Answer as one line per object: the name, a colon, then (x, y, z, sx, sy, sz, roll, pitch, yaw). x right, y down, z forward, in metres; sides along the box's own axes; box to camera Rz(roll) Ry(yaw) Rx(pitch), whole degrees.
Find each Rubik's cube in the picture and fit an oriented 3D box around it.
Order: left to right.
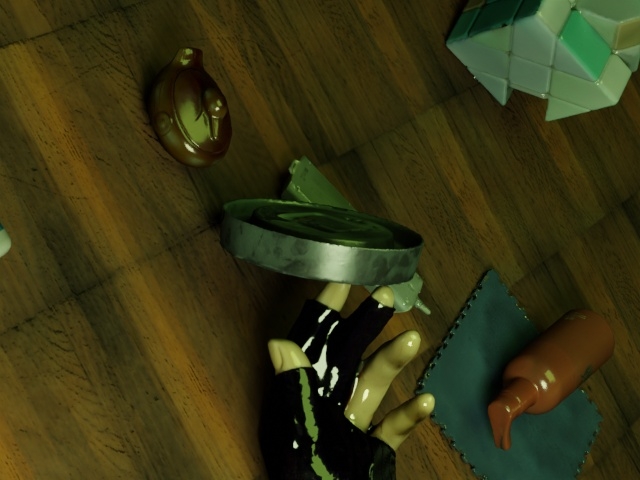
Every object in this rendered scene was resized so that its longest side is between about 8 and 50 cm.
Rubik's cube: (0.320, -0.302, 2.134, 0.224, 0.265, 0.213, 45, 60, -26)

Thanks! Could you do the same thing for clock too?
clock: (0.000, 0.000, 1.677, 0.215, 0.215, 0.042, -3, 107, -48)

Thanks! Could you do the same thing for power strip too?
power strip: (0.042, 0.002, 1.850, 0.252, 0.027, 0.060, 46, 42, -20)

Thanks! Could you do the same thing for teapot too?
teapot: (-0.131, -0.141, 1.698, 0.098, 0.078, 0.129, 7, 65, -45)

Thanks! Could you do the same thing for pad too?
pad: (0.238, 0.204, 1.968, 0.269, 0.012, 0.269, 54, 41, -13)

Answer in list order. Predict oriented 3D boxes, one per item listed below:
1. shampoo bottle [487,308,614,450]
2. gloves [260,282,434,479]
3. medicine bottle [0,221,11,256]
shampoo bottle: (0.274, 0.163, 1.958, 0.244, 0.085, 0.085, -33, 96, -48)
gloves: (0.015, 0.184, 1.625, 0.197, 0.152, 0.301, 17, 83, -48)
medicine bottle: (-0.359, -0.047, 1.384, 0.191, 0.107, 0.107, 59, 40, -7)
